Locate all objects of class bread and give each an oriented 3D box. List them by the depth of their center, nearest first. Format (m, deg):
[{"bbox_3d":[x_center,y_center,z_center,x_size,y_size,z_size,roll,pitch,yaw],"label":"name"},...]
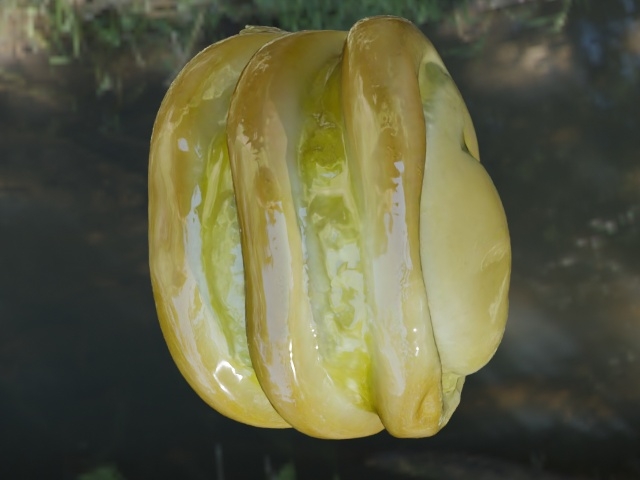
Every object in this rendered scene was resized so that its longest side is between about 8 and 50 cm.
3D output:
[{"bbox_3d":[0.000,0.000,1.228,0.211,0.316,0.270,-16,-163,-34],"label":"bread"}]
